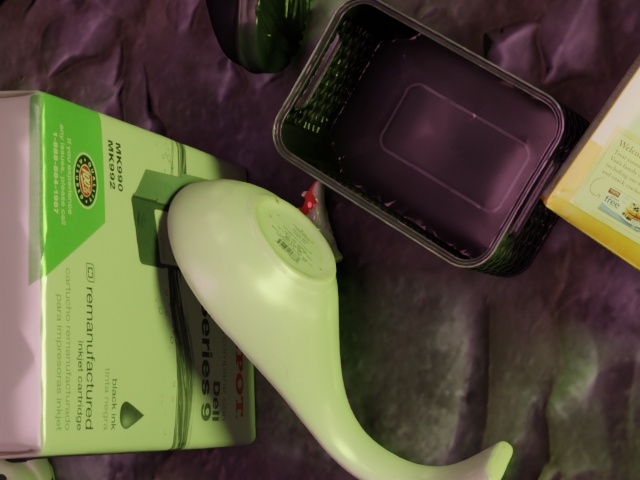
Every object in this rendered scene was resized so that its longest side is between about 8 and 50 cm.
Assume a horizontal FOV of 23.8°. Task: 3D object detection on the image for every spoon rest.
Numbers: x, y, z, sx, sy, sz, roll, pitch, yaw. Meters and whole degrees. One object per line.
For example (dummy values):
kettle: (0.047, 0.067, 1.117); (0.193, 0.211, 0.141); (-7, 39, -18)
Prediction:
spoon rest: (0.001, 0.070, 0.992); (0.276, 0.137, 0.084); (47, 117, 1)

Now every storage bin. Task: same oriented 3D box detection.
storage bin: (0.075, -0.068, 1.004); (0.180, 0.084, 0.122); (33, 99, 25)

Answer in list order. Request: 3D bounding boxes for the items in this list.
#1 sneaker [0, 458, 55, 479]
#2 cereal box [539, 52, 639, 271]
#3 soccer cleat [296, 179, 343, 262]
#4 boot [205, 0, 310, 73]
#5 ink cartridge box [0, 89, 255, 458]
sneaker: (-0.264, 0.192, 1.093); (0.094, 0.153, 0.235); (-34, 72, 16)
cereal box: (0.269, -0.074, 0.905); (0.173, 0.047, 0.240); (35, 99, 0)
soccer cleat: (0.000, 0.000, 1.063); (0.035, 0.029, 0.083); (9, 92, 16)
boot: (-0.111, -0.234, 1.098); (0.207, 0.094, 0.246); (-1, 78, 21)
ink cartridge box: (-0.153, 0.033, 0.987); (0.121, 0.289, 0.211); (-4, 83, 21)
